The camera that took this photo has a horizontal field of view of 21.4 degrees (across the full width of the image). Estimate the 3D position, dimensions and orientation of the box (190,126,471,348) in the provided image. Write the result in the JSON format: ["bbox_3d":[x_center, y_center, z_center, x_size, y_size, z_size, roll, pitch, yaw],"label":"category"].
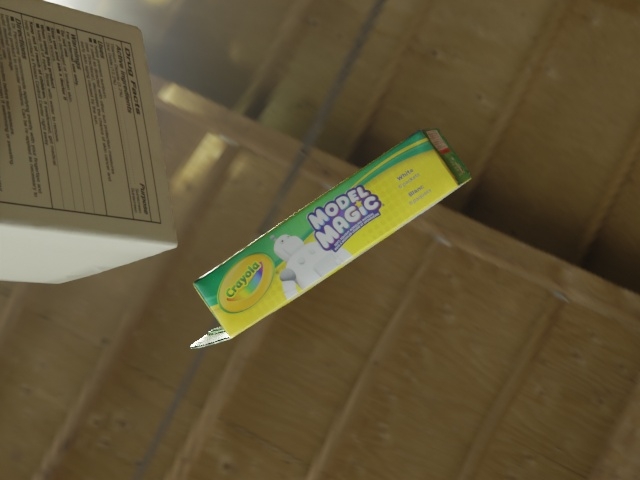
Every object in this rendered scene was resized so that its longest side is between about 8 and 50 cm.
[{"bbox_3d":[0.000,0.000,0.978,0.179,0.105,0.043,-36,-92,9],"label":"box"}]

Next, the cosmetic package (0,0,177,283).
[{"bbox_3d":[-0.228,-0.067,1.008,0.113,0.309,0.160,-17,-104,28],"label":"cosmetic package"}]
